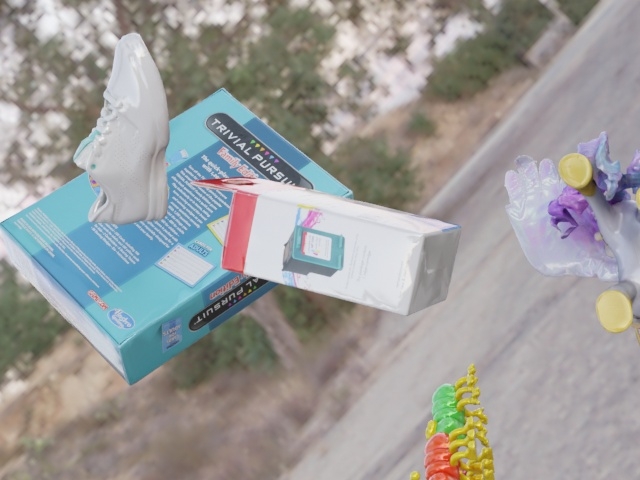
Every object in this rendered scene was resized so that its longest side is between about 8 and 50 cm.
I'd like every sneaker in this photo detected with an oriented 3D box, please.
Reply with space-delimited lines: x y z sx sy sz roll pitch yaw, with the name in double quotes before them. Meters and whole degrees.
"sneaker" -0.206 -0.105 1.473 0.094 0.080 0.212 -10 -57 -19

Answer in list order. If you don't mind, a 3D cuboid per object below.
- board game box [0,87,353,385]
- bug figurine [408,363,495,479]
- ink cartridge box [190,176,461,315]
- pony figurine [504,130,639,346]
"board game box" -0.167 -0.013 1.722 0.336 0.254 0.079 -34 -36 -23
"bug figurine" 0.146 0.271 1.531 0.072 0.279 0.216 -6 36 11
"ink cartridge box" 0.000 0.000 1.353 0.134 0.231 0.078 -11 -67 -69
"pony figurine" 0.395 -0.002 1.862 0.303 0.351 0.363 -17 -19 13
